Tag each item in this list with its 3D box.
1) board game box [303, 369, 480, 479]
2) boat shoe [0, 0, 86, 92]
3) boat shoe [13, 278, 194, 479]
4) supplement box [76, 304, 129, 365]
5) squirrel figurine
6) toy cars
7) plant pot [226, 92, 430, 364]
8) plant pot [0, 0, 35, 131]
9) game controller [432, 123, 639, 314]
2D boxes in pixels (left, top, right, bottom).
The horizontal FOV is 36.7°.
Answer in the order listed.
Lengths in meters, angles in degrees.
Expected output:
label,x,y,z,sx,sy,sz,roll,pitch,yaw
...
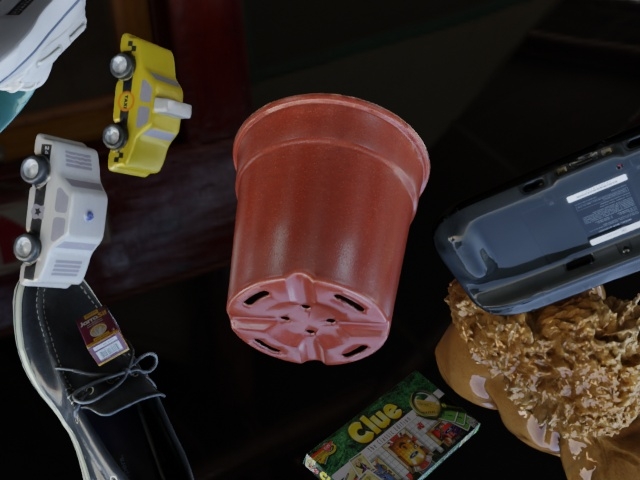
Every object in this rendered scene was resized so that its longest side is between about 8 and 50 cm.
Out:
label,x,y,z,sx,sy,sz,roll,pitch,yaw
board game box,0.110,0.301,1.438,0.136,0.030,0.260,36,-135,25
boat shoe,-0.323,-0.202,1.038,0.095,0.084,0.258,11,-136,22
boat shoe,-0.335,0.251,1.542,0.156,0.500,0.187,-33,167,39
supplement box,-0.340,0.147,1.505,0.055,0.043,0.083,-30,-143,-11
squirrel figurine,0.333,0.208,1.286,0.281,0.397,0.370,-30,-123,4
toy cars,-0.262,-0.105,1.235,0.087,0.176,0.393,5,-132,27
plant pot,0.000,0.000,1.249,0.273,0.272,0.265,0,-127,10
plant pot,-0.531,-0.253,1.216,0.235,0.293,0.293,44,-142,8
game controller,0.267,-0.027,0.894,0.319,0.166,0.067,-24,-143,18
